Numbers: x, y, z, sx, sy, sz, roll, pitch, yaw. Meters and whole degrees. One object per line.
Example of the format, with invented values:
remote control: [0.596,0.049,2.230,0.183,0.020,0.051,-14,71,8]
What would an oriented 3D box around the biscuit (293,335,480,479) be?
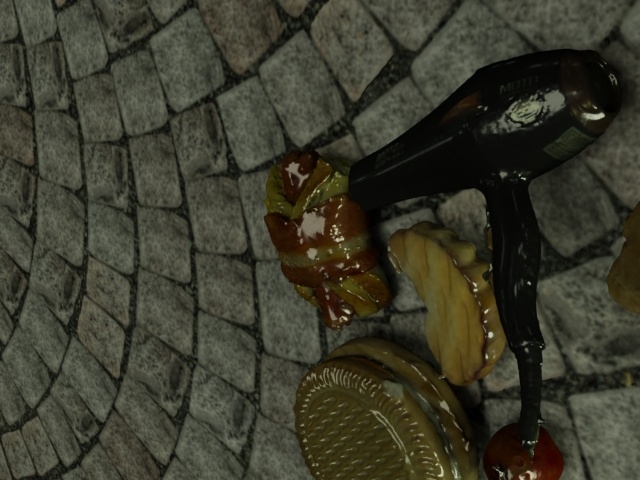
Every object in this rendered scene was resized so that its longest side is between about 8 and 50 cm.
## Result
biscuit: [0.072,0.237,0.994,0.259,0.079,0.259,24,125,39]

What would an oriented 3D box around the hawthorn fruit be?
hawthorn fruit: [0.202,0.233,0.876,0.081,0.093,0.081,15,113,40]

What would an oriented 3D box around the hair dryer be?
hair dryer: [0.139,0.016,0.769,0.303,0.120,0.360,-22,60,42]

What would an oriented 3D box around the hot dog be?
hot dog: [0.000,0.000,0.975,0.146,0.103,0.213,-13,96,43]

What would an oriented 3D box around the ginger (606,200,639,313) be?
ginger: [0.303,-0.060,0.706,0.131,0.086,0.295,3,98,50]

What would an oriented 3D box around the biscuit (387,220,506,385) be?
biscuit: [0.148,0.063,0.890,0.118,0.061,0.183,-15,95,58]
